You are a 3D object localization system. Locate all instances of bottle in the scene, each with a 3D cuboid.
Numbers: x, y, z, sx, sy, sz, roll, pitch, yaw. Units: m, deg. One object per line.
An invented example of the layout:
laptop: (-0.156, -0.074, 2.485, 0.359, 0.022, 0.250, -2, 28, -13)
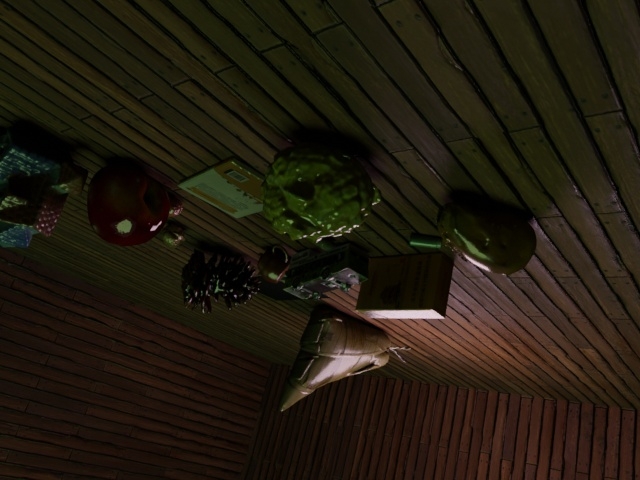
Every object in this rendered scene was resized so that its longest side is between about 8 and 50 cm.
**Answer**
bottle: (0.278, 0.003, 1.487, 0.083, 0.030, 0.030, 8, 158, 17)

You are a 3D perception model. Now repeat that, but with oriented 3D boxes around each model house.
model house: (-0.790, -0.139, 1.492, 0.329, 0.295, 0.251, 2, 160, 37)

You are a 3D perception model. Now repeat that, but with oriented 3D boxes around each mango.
mango: (0.372, -0.011, 1.260, 0.248, 0.151, 0.156, 29, 125, -17)

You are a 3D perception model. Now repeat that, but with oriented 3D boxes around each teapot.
teapot: (-0.162, 0.074, 1.883, 0.116, 0.116, 0.173, 21, 132, -14)

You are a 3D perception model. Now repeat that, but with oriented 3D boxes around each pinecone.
pinecone: (-0.359, 0.153, 2.025, 0.291, 0.247, 0.246, 5, 159, -3)

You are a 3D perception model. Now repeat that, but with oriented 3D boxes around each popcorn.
popcorn: (0.008, -0.096, 1.201, 0.251, 0.206, 0.237, 9, 150, -36)

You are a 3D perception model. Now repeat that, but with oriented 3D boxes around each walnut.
walnut: (-0.498, -0.014, 1.904, 0.082, 0.079, 0.096, 16, 159, 3)

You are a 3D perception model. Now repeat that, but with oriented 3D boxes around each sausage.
sausage: (-0.488, -0.107, 1.689, 0.154, 0.062, 0.062, 8, 158, 19)

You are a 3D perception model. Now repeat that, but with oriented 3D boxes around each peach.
peach: (-0.545, -0.095, 1.561, 0.243, 0.199, 0.244, 12, 128, 16)

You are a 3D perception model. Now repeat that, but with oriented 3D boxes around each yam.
yam: (0.000, 0.000, 1.653, 0.043, 0.043, 0.094, -5, 150, 41)

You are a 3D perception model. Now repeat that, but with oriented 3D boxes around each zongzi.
zongzi: (0.095, 0.575, 2.467, 0.499, 0.467, 0.218, 25, 178, -28)

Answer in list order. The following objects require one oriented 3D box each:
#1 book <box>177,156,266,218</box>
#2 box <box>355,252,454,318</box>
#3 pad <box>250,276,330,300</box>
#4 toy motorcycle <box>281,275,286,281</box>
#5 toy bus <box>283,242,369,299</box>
book: (-0.229, -0.132, 1.507, 0.207, 0.020, 0.295, 30, 155, -33)
box: (0.242, 0.134, 1.640, 0.274, 0.174, 0.076, -7, 149, 43)
pad: (-0.166, 0.197, 2.313, 0.247, 0.007, 0.367, 32, 153, -35)
toy motorcycle: (-0.119, 0.123, 2.011, 0.193, 0.061, 0.124, 7, 166, 47)
toy bus: (0.017, 0.092, 1.753, 0.113, 0.139, 0.301, 30, 147, -34)
